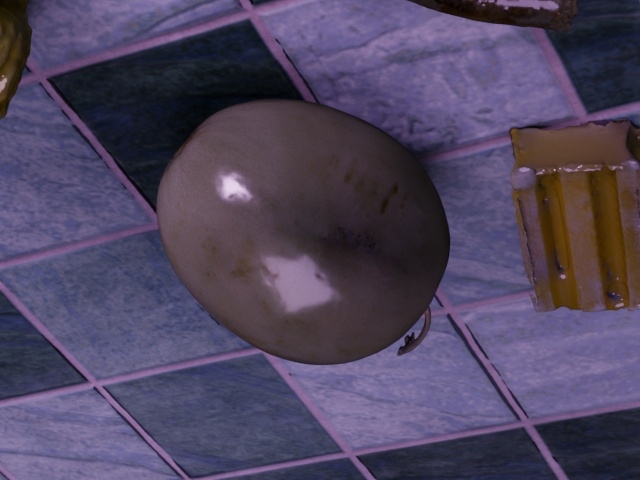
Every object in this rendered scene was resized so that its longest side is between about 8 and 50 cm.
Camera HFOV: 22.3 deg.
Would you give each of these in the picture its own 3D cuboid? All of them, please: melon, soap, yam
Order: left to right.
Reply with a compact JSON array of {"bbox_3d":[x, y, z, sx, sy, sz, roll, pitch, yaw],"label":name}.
[{"bbox_3d":[-0.014,-0.006,1.631,0.308,0.272,0.272,8,141,-13],"label":"melon"},{"bbox_3d":[0.079,-0.247,1.468,0.317,0.071,0.067,12,104,-5],"label":"yam"},{"bbox_3d":[0.277,-0.022,1.701,0.135,0.076,0.233,-3,139,14],"label":"soap"}]

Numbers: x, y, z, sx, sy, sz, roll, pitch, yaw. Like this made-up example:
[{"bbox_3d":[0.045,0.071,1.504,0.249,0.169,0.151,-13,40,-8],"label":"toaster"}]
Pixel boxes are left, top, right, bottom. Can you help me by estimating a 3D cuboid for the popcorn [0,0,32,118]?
[{"bbox_3d":[-0.378,-0.199,1.518,0.225,0.174,0.286,-17,122,-10],"label":"popcorn"}]
